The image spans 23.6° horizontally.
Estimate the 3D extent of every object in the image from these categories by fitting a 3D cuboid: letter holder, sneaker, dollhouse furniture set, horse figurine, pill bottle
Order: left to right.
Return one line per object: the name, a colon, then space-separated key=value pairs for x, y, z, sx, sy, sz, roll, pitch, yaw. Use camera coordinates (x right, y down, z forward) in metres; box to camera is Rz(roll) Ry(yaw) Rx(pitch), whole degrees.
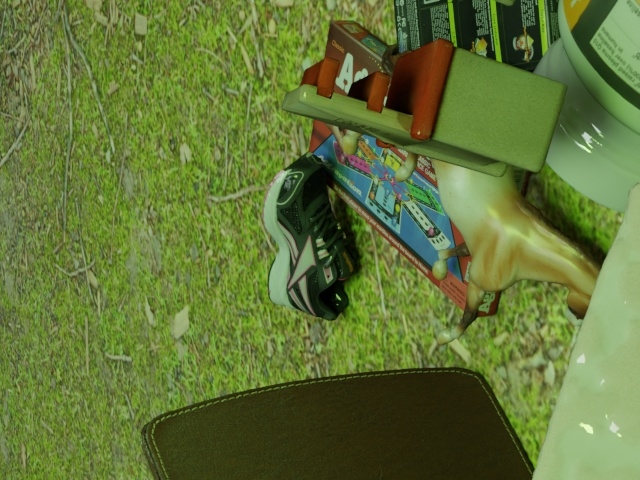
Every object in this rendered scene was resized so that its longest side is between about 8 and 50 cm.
sneaker: x=0.000 y=0.000 z=1.383 sx=0.077 sy=0.072 sz=0.178 roll=27 pitch=143 yaw=27
letter holder: x=0.009 y=0.230 z=1.173 sx=0.214 sy=0.302 sz=0.152 roll=64 pitch=146 yaw=31
horse figurine: x=0.106 y=-0.037 z=1.135 sx=0.174 sy=0.066 sz=0.263 roll=-33 pitch=80 yaw=57
dollhouse furniture set: x=0.085 y=-0.175 z=0.831 sx=0.262 sy=0.135 sz=0.259 roll=-179 pitch=106 yaw=-79
pill bottle: x=0.230 y=-0.147 z=0.853 sx=0.162 sy=0.162 sz=0.278 roll=65 pitch=146 yaw=29

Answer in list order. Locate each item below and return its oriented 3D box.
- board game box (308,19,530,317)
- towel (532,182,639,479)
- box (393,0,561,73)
board game box: x=0.074 y=-0.067 z=1.282 sx=0.281 sy=0.027 sz=0.145 roll=44 pitch=131 yaw=49
towel: x=0.255 y=0.149 z=0.701 sx=0.332 sy=0.053 sz=0.316 roll=14 pitch=78 yaw=26
box: x=0.120 y=-0.215 z=1.148 sx=0.184 sy=0.045 sz=0.190 roll=-3 pitch=93 yaw=55
